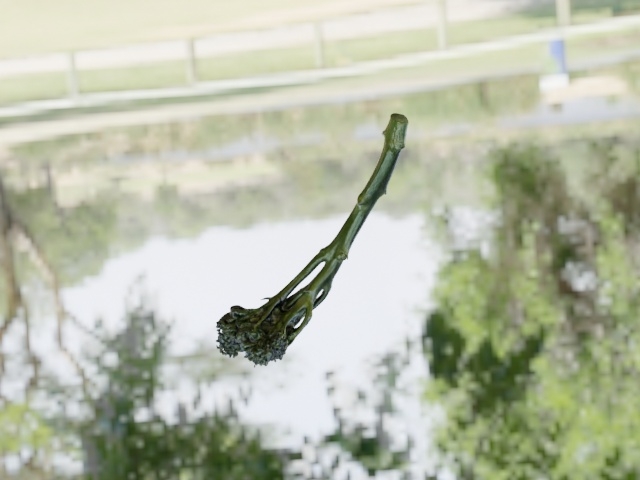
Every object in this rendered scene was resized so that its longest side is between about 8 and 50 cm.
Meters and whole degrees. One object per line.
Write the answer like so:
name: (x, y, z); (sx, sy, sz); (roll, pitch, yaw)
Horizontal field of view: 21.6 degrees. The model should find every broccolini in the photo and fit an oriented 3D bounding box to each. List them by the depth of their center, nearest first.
broccolini: (0.003, 0.002, 1.077); (0.054, 0.194, 0.052); (37, -172, 26)
